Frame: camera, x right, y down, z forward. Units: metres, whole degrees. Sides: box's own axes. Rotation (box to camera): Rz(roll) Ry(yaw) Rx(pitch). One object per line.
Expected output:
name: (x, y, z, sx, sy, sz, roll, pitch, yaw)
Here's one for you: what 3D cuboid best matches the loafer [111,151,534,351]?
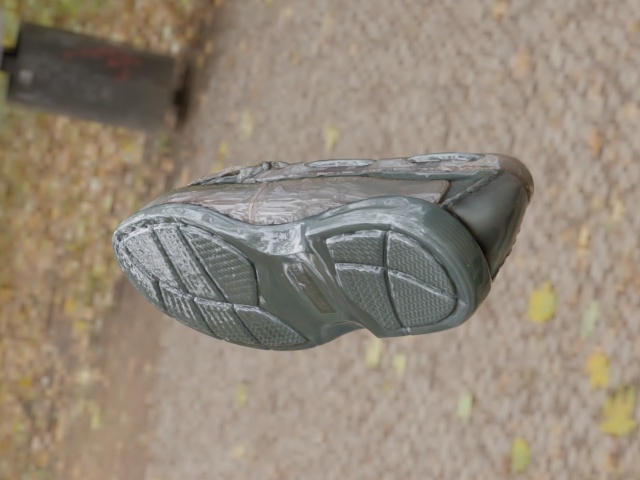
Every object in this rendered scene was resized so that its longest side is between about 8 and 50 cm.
loafer: (0.000, 0.000, 0.915, 0.267, 0.096, 0.084, 0, 37, 48)
